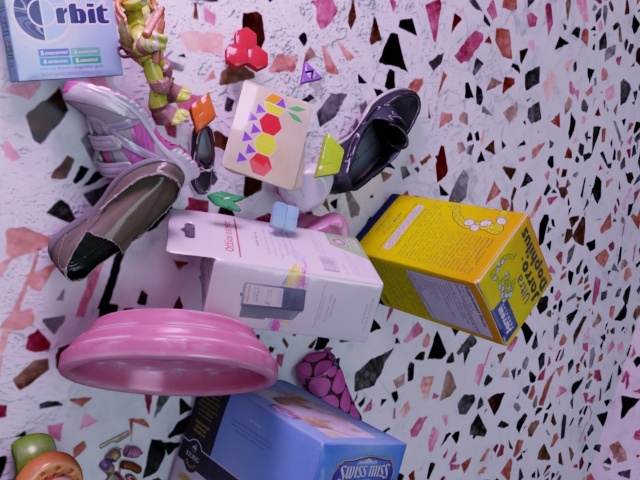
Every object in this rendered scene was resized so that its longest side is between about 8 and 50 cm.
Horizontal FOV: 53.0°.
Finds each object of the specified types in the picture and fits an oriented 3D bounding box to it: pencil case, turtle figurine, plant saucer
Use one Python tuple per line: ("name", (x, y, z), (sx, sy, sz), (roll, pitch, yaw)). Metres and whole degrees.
("pencil case", (0.027, 0.338, 1.402), (0.098, 0.095, 0.210), (-54, 134, -45))
("turtle figurine", (-0.257, -0.283, 0.957), (0.087, 0.270, 0.217), (-18, 132, -7))
("plant saucer", (-0.230, 0.179, 1.006), (0.332, 0.332, 0.084), (22, 60, -42))

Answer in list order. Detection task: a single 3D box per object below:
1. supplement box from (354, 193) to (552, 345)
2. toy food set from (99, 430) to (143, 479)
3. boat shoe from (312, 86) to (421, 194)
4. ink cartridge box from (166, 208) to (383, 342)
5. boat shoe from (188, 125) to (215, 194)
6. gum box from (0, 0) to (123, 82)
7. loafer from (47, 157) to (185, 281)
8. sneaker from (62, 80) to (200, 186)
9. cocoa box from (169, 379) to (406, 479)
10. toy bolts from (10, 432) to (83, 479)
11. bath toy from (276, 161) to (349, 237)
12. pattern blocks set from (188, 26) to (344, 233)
("supplement box", (0.267, 0.049, 1.367), (0.195, 0.356, 0.194), (-49, 127, -22))
("toy food set", (-0.346, 0.403, 1.132), (0.077, 0.019, 0.122), (-22, 113, -36))
("boat shoe", (0.127, -0.212, 1.350), (0.340, 0.113, 0.127), (-39, 122, -28))
("ink cartridge box", (-0.093, 0.056, 1.100), (0.353, 0.207, 0.119), (10, 111, -15))
("boat shoe", (-0.205, -0.141, 1.125), (0.046, 0.038, 0.125), (-4, 102, -40))
("gum box", (-0.379, -0.329, 0.930), (0.156, 0.041, 0.185), (-15, 109, -38))
("loafer", (-0.300, -0.022, 0.967), (0.251, 0.087, 0.094), (-40, 136, 9))
("sneaker", (-0.302, -0.141, 0.997), (0.252, 0.102, 0.111), (45, 68, -37))
("cocoa box", (-0.065, 0.404, 1.158), (0.231, 0.347, 0.228), (19, 87, -44))
("toy bolts", (-0.461, 0.437, 0.946), (0.218, 0.158, 0.229), (-6, 103, -40))
("bath toy", (0.000, 0.000, 1.281), (0.151, 0.129, 0.349), (-19, 112, 2))
("pattern blocks set", (-0.091, -0.187, 1.134), (0.285, 0.026, 0.325), (26, 70, -17))
